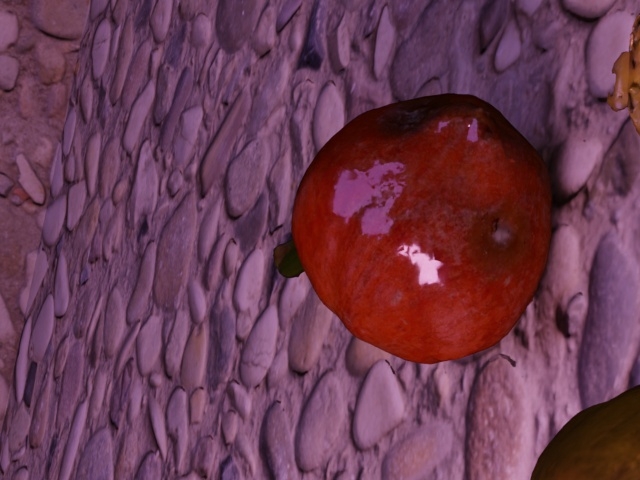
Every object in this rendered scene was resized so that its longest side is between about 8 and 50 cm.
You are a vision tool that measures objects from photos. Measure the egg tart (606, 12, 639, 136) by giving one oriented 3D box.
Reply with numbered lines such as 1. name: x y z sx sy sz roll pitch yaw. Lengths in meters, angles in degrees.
1. egg tart: 0.300 -0.128 1.140 0.291 0.107 0.291 -42 41 52

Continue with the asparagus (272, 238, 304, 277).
1. asparagus: 0.000 0.000 1.797 0.178 0.041 0.045 -34 57 55

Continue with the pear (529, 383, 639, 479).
1. pear: 0.251 0.208 0.925 0.321 0.269 0.269 45 119 52

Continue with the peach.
1. peach: 0.100 -0.023 1.378 0.256 0.232 0.232 109 161 -56
